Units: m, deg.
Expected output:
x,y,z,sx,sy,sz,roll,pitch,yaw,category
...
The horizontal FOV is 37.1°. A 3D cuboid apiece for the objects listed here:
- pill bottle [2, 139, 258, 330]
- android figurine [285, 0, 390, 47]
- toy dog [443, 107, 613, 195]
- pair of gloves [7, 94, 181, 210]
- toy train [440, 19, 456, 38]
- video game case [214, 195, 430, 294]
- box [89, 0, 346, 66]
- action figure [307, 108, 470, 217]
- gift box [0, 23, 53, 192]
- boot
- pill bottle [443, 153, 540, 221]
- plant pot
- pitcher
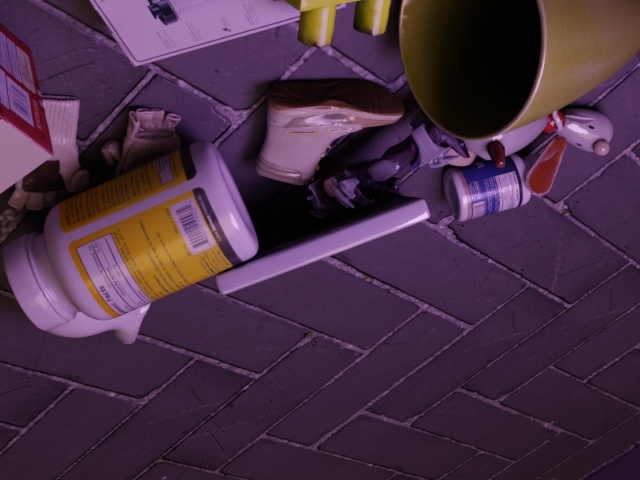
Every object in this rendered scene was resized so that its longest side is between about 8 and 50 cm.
x,y,z,sx,sy,sz,roll,pitch,yaw,category
-0.274,0.001,1.384,0.334,0.188,0.188,-23,141,2,pill bottle
0.043,-0.351,1.054,0.248,0.056,0.273,-18,135,-33,android figurine
0.347,-0.168,1.531,0.333,0.161,0.220,-12,140,-10,toy dog
-0.325,-0.115,1.398,0.240,0.042,0.204,4,135,-28,pair of gloves
0.183,-0.269,1.453,0.036,0.027,0.158,-5,140,-2,toy train
0.000,0.000,1.528,0.329,0.036,0.300,-20,-176,0,video game case
-0.131,-0.328,1.145,0.290,0.087,0.169,-13,143,15,box
0.093,-0.108,1.483,0.285,0.185,0.099,-31,98,26,action figure
-0.487,-0.139,1.137,0.258,0.255,0.276,-32,136,11,gift box
0.010,-0.162,1.464,0.213,0.077,0.165,-3,139,-20,boot
0.305,-0.097,1.648,0.169,0.094,0.094,-15,140,-7,pill bottle
0.308,-0.293,1.321,0.293,0.275,0.275,-13,143,-32,plant pot
-0.364,0.079,1.559,0.207,0.125,0.178,19,107,-51,pitcher
